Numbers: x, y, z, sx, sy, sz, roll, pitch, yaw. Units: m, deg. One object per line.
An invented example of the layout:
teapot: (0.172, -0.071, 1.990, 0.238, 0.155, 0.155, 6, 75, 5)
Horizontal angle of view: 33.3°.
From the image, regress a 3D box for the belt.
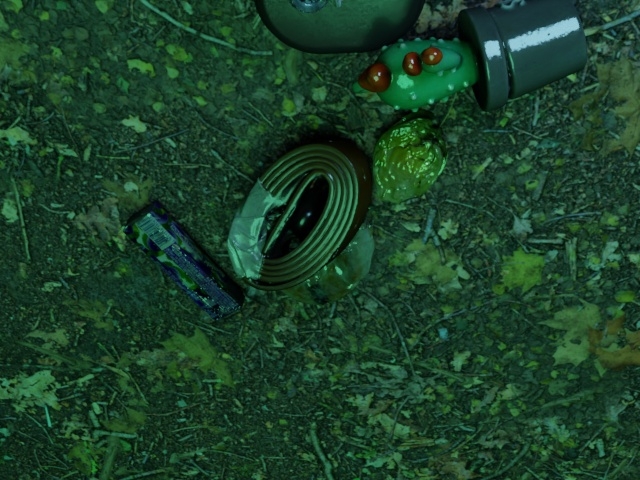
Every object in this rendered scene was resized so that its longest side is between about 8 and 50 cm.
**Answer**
belt: (-0.041, -0.049, 2.118, 0.217, 0.122, 0.339, 39, 111, 6)

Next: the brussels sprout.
brussels sprout: (0.171, -0.161, 2.091, 0.139, 0.100, 0.181, 27, 127, -2)

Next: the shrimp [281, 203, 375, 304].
shrimp: (0.000, 0.000, 2.243, 0.247, 0.085, 0.360, 25, 129, -5)

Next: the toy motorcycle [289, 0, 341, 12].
toy motorcycle: (0.042, -0.494, 1.738, 0.204, 0.108, 0.239, -10, 139, -17)

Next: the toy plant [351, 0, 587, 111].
toy plant: (0.251, -0.315, 1.885, 0.400, 0.279, 0.185, -17, 120, -1)

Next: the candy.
candy: (-0.292, 0.048, 2.309, 0.088, 0.061, 0.312, -28, 119, 25)

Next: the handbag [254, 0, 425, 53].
handbag: (0.034, -0.453, 1.885, 0.308, 0.093, 0.254, -1, 125, 6)
